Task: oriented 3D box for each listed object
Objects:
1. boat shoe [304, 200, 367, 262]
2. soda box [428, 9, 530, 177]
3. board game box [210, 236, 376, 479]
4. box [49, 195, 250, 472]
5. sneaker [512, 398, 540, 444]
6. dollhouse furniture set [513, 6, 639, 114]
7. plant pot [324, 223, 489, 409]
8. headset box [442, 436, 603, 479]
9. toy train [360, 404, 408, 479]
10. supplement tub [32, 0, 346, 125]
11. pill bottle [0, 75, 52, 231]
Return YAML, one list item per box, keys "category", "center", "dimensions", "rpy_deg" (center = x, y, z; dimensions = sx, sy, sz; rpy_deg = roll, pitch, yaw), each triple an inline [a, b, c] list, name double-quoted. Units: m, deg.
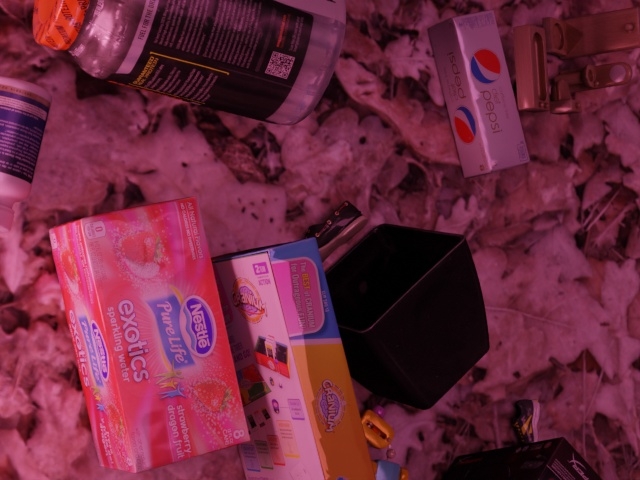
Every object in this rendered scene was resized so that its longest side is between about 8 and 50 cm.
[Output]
- category: "boat shoe"
  center: [0.000, 0.001, 1.901]
  dimensions: [0.133, 0.049, 0.042]
  rpy_deg: [-40, 75, -16]
- category: "soda box"
  center: [0.215, -0.198, 1.999]
  dimensions: [0.069, 0.074, 0.216]
  rpy_deg: [-14, 91, -25]
- category: "board game box"
  center: [-0.046, 0.164, 1.755]
  dimensions: [0.064, 0.242, 0.316]
  rpy_deg: [-15, 93, -27]
- category: "box"
  center: [-0.203, 0.110, 1.739]
  dimensions: [0.154, 0.142, 0.300]
  rpy_deg: [-12, 91, -26]
- category: "sneaker"
  center: [0.279, 0.258, 2.019]
  dimensions: [0.035, 0.031, 0.083]
  rpy_deg: [8, 78, -11]
- category: "dollhouse furniture set"
  center: [0.355, -0.249, 2.010]
  dimensions: [0.151, 0.123, 0.144]
  rpy_deg: [1, 85, -55]
- category: "plant pot"
  center: [0.105, 0.105, 1.873]
  dimensions: [0.188, 0.187, 0.167]
  rpy_deg: [-43, 116, -22]
- category: "headset box"
  center: [0.202, 0.398, 1.833]
  dimensions: [0.110, 0.218, 0.293]
  rpy_deg: [47, 57, -14]
- category: "toy train"
  center: [0.041, 0.279, 1.896]
  dimensions: [0.125, 0.046, 0.166]
  rpy_deg: [-26, 94, -23]
- category: "supplement tub"
  center: [-0.158, -0.271, 1.758]
  dimensions: [0.338, 0.207, 0.207]
  rpy_deg: [13, 80, -25]
- category: "pill bottle"
  center: [-0.375, -0.099, 1.703]
  dimensions: [0.094, 0.094, 0.169]
  rpy_deg: [16, 79, -23]
